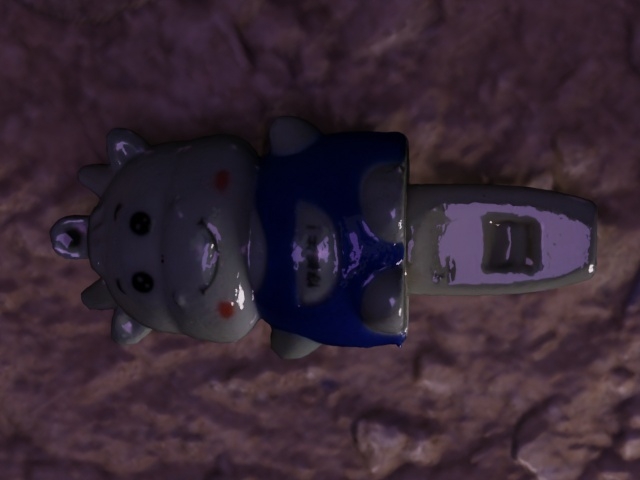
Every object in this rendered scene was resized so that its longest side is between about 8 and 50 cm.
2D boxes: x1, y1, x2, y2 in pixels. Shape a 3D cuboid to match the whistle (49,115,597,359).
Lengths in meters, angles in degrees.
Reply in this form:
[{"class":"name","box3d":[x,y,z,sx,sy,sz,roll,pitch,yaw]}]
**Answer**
[{"class":"whistle","box3d":[0.000,0.000,0.715,0.244,0.092,0.110,2,98,4]}]
